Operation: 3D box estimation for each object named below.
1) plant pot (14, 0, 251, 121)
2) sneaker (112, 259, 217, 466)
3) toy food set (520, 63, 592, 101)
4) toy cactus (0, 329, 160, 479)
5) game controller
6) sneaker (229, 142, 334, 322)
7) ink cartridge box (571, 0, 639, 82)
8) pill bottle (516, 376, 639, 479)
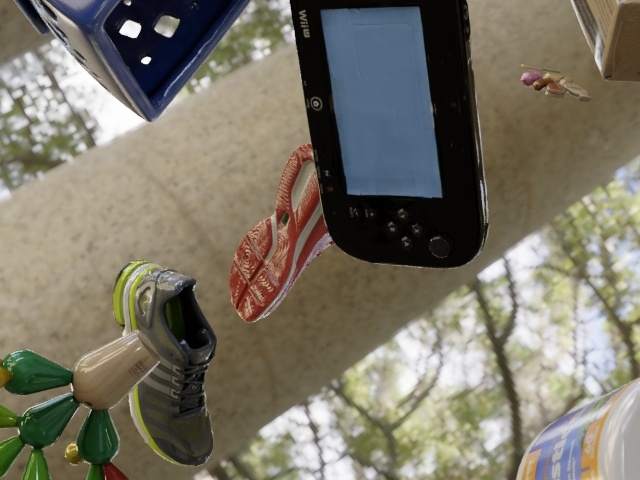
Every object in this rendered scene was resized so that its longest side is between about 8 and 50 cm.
[{"bbox_3d":[-0.215,-0.304,1.410,0.212,0.236,0.236,34,-11,18],"label":"plant pot"},{"bbox_3d":[-0.198,0.175,1.827,0.121,0.111,0.300,2,-69,46],"label":"sneaker"},{"bbox_3d":[0.305,-0.204,1.765,0.122,0.077,0.019,-105,-155,-66],"label":"toy food set"},{"bbox_3d":[-0.215,0.141,1.098,0.219,0.180,0.112,52,4,-24],"label":"toy cactus"},{"bbox_3d":[0.060,-0.126,1.196,0.166,0.067,0.319,0,-68,23],"label":"game controller"},{"bbox_3d":[0.000,0.000,1.387,0.221,0.128,0.087,-57,-132,32],"label":"sneaker"},{"bbox_3d":[0.378,-0.233,1.314,0.193,0.234,0.088,-92,-174,-55],"label":"ink cartridge box"},{"bbox_3d":[0.238,0.193,1.019,0.152,0.152,0.272,54,-20,8],"label":"pill bottle"}]
